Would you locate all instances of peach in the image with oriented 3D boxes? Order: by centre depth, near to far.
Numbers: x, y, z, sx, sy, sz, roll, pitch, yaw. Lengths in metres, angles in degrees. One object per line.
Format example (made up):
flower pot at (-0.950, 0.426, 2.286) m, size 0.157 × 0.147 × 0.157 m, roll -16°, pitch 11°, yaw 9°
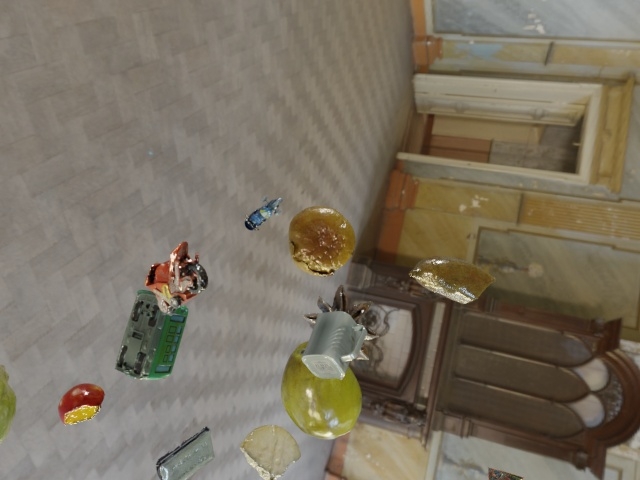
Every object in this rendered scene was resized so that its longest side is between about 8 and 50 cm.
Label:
peach at (-0.830, 0.555, 1.633) m, size 0.118 × 0.151 × 0.151 m, roll 49°, pitch 49°, yaw -36°

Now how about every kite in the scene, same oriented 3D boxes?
kite at (0.703, 0.941, 1.823) m, size 0.010 × 0.159 × 0.189 m, roll 1°, pitch 130°, yaw -45°

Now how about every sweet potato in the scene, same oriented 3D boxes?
sweet potato at (0.471, 0.132, 1.731) m, size 0.158 × 0.370 × 0.157 m, roll -46°, pitch -147°, yaw 41°

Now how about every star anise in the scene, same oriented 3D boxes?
star anise at (0.053, 0.247, 1.264) m, size 0.081 × 0.230 × 0.262 m, roll -41°, pitch -142°, yaw 48°

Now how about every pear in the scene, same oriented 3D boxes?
pear at (0.000, 0.481, 1.529) m, size 0.253 × 0.253 × 0.306 m, roll -46°, pitch 123°, yaw -60°

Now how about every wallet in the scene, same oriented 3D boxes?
wallet at (-0.487, 0.801, 1.727) m, size 0.222 × 0.036 × 0.167 m, roll -25°, pitch 126°, yaw -39°

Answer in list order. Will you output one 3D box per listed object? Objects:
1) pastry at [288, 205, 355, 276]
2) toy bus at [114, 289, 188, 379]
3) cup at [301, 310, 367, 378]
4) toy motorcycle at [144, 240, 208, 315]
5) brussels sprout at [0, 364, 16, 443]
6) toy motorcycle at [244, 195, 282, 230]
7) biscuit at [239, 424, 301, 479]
pastry at (0.000, 0.000, 2.299) m, size 0.164 × 0.357 × 0.355 m, roll 67°, pitch 35°, yaw -80°
toy bus at (-0.673, 0.388, 1.937) m, size 0.199 × 0.184 × 0.343 m, roll 28°, pitch 74°, yaw -57°
cup at (0.040, 0.233, 1.072) m, size 0.095 × 0.128 × 0.129 m, roll 57°, pitch 40°, yaw -29°
toy motorcycle at (-0.440, 0.123, 1.425) m, size 0.089 × 0.298 × 0.171 m, roll -18°, pitch 78°, yaw -47°
brussels sprout at (-0.889, 0.415, 1.144) m, size 0.316 × 0.243 × 0.273 m, roll 114°, pitch -31°, yaw -77°
toy motorcycle at (-0.240, -0.109, 1.956) m, size 0.135 × 0.092 × 0.254 m, roll -49°, pitch -168°, yaw -31°
biscuit at (-0.172, 0.752, 1.682) m, size 0.266 × 0.040 × 0.188 m, roll 21°, pitch 51°, yaw -38°
